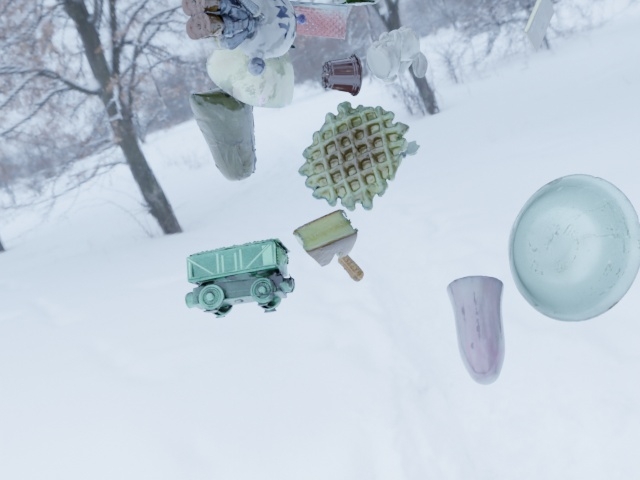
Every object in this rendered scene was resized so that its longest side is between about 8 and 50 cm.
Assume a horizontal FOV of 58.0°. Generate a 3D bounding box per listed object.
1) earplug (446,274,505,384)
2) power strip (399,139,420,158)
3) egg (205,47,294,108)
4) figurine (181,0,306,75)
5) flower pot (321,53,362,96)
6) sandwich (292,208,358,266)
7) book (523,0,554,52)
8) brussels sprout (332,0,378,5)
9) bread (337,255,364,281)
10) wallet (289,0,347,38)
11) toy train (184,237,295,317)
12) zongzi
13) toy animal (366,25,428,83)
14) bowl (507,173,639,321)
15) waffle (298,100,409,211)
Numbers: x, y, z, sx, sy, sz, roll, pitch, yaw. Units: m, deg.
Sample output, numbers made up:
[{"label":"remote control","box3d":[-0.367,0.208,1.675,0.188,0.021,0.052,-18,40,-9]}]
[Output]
[{"label":"earplug","box3d":[0.463,0.271,1.684,0.172,0.172,0.302,-13,55,24]},{"label":"power strip","box3d":[0.323,-0.328,2.109,0.083,0.055,0.035,-39,-8,-1]},{"label":"egg","box3d":[-0.223,-0.624,1.994,0.337,0.337,0.201,-36,-20,-47]},{"label":"figurine","box3d":[-0.199,-0.562,1.498,0.186,0.261,0.381,12,20,32]},{"label":"flower pot","box3d":[0.053,-0.443,1.550,0.089,0.111,0.111,-6,11,-18]},{"label":"sandwich","box3d":[0.000,0.000,1.797,0.235,0.128,0.122,-21,56,-42]},{"label":"book","box3d":[0.670,-0.670,1.767,0.016,0.139,0.198,26,11,26]},{"label":"brussels sprout","box3d":[0.088,-0.511,0.964,0.271,0.210,0.219,-15,-14,-21]},{"label":"bread","box3d":[0.113,0.100,2.171,0.044,0.052,0.157,8,25,-34]},{"label":"wallet","box3d":[-0.017,-0.664,1.736,0.196,0.103,0.020,8,43,8]},{"label":"toy train","box3d":[-0.190,0.094,1.358,0.269,0.155,0.115,-11,-23,13]},{"label":"zongzi","box3d":[-0.349,-0.360,2.027,0.174,0.356,0.393,-1,19,14]},{"label":"toy animal","box3d":[0.262,-0.631,1.982,0.193,0.179,0.127,-29,28,-28]},{"label":"bowl","box3d":[0.734,0.015,1.773,0.434,0.435,0.196,-21,9,-6]},{"label":"waffle","box3d":[0.089,-0.235,1.594,0.291,0.309,0.056,24,-3,30]}]
